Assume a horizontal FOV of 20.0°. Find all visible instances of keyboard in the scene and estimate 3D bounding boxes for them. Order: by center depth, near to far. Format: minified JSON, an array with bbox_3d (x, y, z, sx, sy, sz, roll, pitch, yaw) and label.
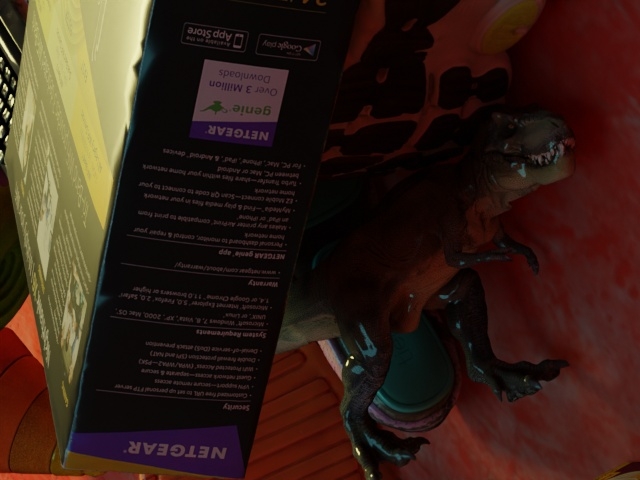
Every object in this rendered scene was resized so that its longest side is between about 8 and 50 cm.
[{"bbox_3d":[-0.211,-0.101,1.129,0.180,0.023,0.108,56,134,33],"label":"keyboard"}]

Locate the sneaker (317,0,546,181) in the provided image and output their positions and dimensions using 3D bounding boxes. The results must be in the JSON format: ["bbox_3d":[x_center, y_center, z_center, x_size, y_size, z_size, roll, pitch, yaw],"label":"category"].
[{"bbox_3d":[0.034,-0.117,0.776,0.279,0.107,0.118,126,137,-54],"label":"sneaker"}]

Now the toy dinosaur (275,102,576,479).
[{"bbox_3d":[0.035,0.037,0.828,0.268,0.064,0.118,-33,88,33],"label":"toy dinosaur"}]

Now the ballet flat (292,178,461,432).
[{"bbox_3d":[0.000,0.000,0.918,0.221,0.077,0.079,62,163,7],"label":"ballet flat"}]

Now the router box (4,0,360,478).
[{"bbox_3d":[-0.075,-0.079,0.807,0.309,0.081,0.243,-116,36,-59],"label":"router box"}]

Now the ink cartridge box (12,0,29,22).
[{"bbox_3d":[-0.143,-0.213,1.038,0.223,0.045,0.224,28,133,53],"label":"ink cartridge box"}]

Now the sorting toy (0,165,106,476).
[{"bbox_3d":[-0.195,0.055,1.292,0.126,0.127,0.365,25,134,13],"label":"sorting toy"}]

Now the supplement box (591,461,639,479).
[{"bbox_3d":[0.141,0.123,0.767,0.083,0.055,0.043,-13,97,61],"label":"supplement box"}]

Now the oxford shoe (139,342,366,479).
[{"bbox_3d":[-0.057,0.092,1.051,0.133,0.130,0.363,111,139,-75],"label":"oxford shoe"}]
